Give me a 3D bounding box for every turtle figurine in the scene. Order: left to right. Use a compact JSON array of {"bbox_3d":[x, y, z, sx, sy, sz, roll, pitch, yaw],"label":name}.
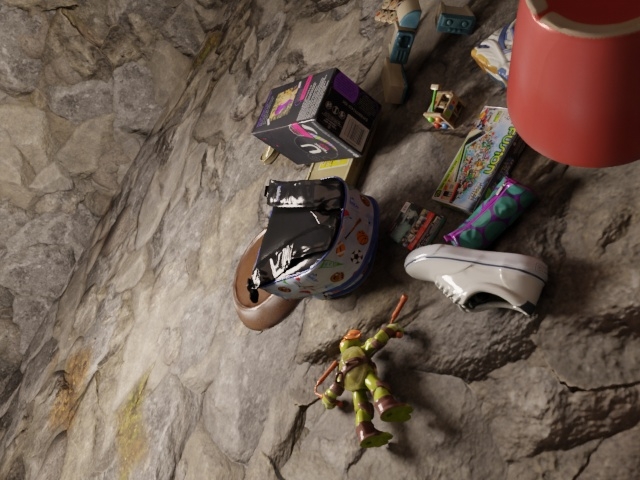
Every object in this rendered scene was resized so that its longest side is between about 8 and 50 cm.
[{"bbox_3d":[0.081,0.230,0.977,0.269,0.087,0.217,-48,36,16],"label":"turtle figurine"}]

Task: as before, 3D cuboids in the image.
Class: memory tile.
[{"bbox_3d":[0.212,-0.650,1.545,0.113,0.012,0.148,-54,34,8],"label":"memory tile"}]

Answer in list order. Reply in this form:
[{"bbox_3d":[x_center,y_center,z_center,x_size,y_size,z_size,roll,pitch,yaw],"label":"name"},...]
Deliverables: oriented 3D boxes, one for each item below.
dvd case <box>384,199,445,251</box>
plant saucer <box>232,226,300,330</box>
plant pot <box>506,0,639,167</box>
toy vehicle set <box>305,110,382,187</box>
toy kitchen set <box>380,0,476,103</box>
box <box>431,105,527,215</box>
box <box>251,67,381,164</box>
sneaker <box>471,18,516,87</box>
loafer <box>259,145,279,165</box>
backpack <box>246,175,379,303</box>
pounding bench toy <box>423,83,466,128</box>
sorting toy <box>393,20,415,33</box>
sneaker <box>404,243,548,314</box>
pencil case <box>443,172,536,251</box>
[{"bbox_3d":[0.185,-0.026,1.106,0.087,0.013,0.119,-58,35,2],"label":"dvd case"},{"bbox_3d":[-0.128,0.071,1.402,0.311,0.050,0.310,-33,42,35],"label":"plant saucer"},{"bbox_3d":[0.384,-0.273,0.758,0.275,0.243,0.274,-8,66,19],"label":"plant pot"},{"bbox_3d":[0.046,-0.206,1.398,0.166,0.035,0.266,0,65,52],"label":"toy vehicle set"},{"bbox_3d":[0.247,-0.429,1.293,0.207,0.166,0.122,102,169,-50],"label":"toy kitchen set"},{"bbox_3d":[0.302,-0.147,1.029,0.206,0.036,0.114,-60,34,-1],"label":"box"},{"bbox_3d":[-0.015,-0.290,1.357,0.271,0.165,0.143,3,67,53],"label":"box"},{"bbox_3d":[0.383,-0.317,0.991,0.131,0.112,0.296,-41,41,17],"label":"sneaker"},{"bbox_3d":[-0.141,-0.295,1.689,0.148,0.050,0.056,-53,34,9],"label":"loafer"},{"bbox_3d":[0.000,0.000,1.150,0.263,0.213,0.276,-21,55,53],"label":"backpack"},{"bbox_3d":[0.246,-0.275,1.154,0.052,0.083,0.065,21,82,55],"label":"pounding bench toy"},{"bbox_3d":[0.214,-0.551,1.441,0.061,0.042,0.101,-21,49,43],"label":"sorting toy"},{"bbox_3d":[0.232,0.065,0.905,0.258,0.094,0.091,1,62,51],"label":"sneaker"},{"bbox_3d":[0.284,-0.039,0.939,0.151,0.070,0.064,-49,33,15],"label":"pencil case"}]
